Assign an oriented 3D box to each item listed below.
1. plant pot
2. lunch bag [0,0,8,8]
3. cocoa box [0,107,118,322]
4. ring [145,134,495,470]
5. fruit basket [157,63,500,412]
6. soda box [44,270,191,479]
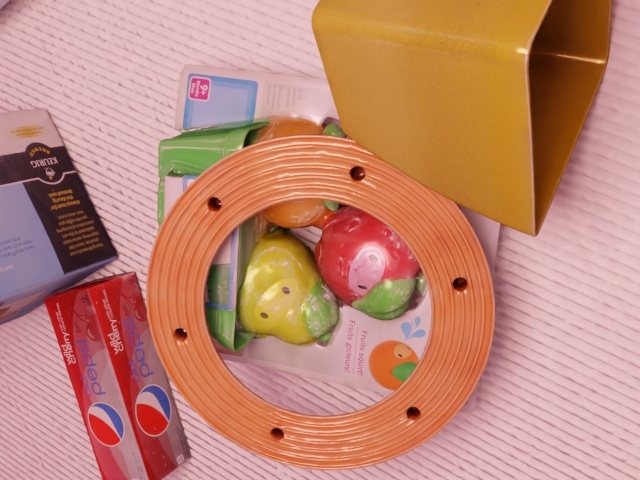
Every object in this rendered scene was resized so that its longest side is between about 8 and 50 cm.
[{"bbox_3d":[0.116,-0.162,0.703,0.187,0.212,0.212,15,151,25],"label":"plant pot"},{"bbox_3d":[-0.469,-0.471,0.988,0.328,0.239,0.385,-24,74,31],"label":"lunch bag"},{"bbox_3d":[-0.469,0.005,1.029,0.231,0.347,0.228,-28,89,31],"label":"cocoa box"},{"bbox_3d":[-0.003,0.064,0.828,0.337,0.032,0.336,2,104,8],"label":"ring"},{"bbox_3d":[0.000,0.000,0.882,0.353,0.165,0.327,12,108,22],"label":"fruit basket"},{"bbox_3d":[-0.258,0.180,1.105,0.083,0.092,0.263,-13,96,31],"label":"soda box"}]
